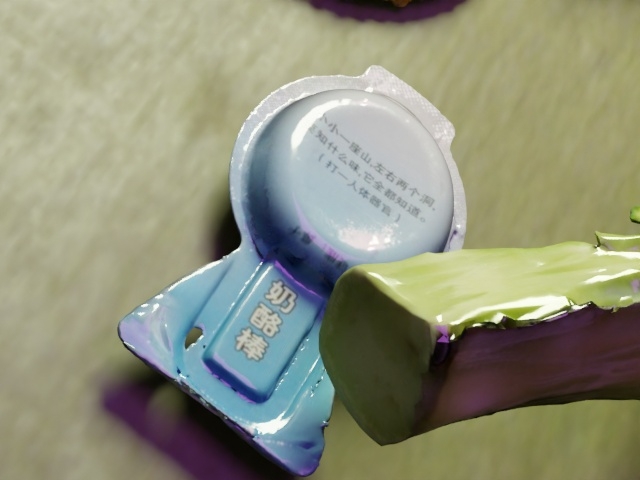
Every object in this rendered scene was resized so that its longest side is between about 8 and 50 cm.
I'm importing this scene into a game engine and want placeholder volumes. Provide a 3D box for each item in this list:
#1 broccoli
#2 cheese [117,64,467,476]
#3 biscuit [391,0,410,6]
[{"bbox_3d":[0.176,0.051,0.970,0.361,0.252,0.221,-15,67,-11],"label":"broccoli"},{"bbox_3d":[0.000,0.000,0.968,0.135,0.052,0.245,37,53,-5],"label":"cheese"},{"bbox_3d":[0.012,-0.255,1.133,0.254,0.035,0.254,16,56,-24],"label":"biscuit"}]
